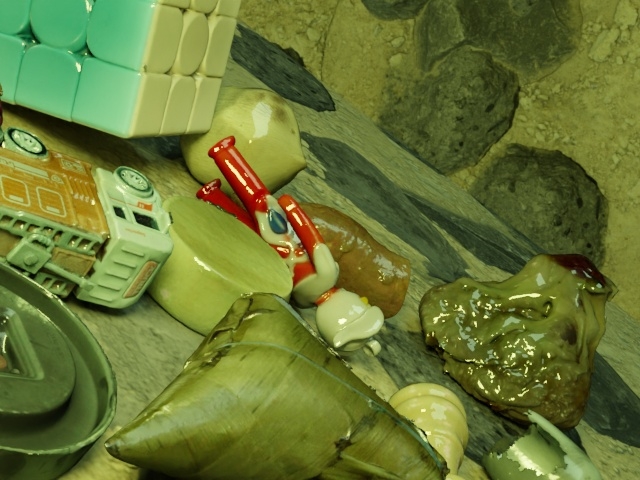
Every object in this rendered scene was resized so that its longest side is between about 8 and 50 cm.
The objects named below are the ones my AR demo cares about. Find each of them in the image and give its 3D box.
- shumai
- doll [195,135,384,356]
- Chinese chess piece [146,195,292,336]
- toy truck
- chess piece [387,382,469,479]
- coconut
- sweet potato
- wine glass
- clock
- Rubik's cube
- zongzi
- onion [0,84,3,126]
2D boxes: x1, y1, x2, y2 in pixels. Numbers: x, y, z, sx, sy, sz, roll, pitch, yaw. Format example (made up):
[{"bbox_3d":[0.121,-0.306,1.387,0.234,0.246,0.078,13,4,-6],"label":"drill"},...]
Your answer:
[{"bbox_3d":[0.364,0.148,1.743,0.346,0.283,0.217,45,18,16],"label":"shumai"},{"bbox_3d":[-0.043,0.024,1.495,0.099,0.188,0.384,-33,78,-28],"label":"doll"},{"bbox_3d":[-0.146,0.037,1.364,0.238,0.092,0.238,32,20,-13],"label":"Chinese chess piece"},{"bbox_3d":[-0.312,-0.021,1.129,0.305,0.136,0.162,20,27,-40],"label":"toy truck"},{"bbox_3d":[0.144,0.323,1.189,0.117,0.117,0.397,32,20,-15],"label":"chess piece"},{"bbox_3d":[-0.122,-0.166,1.724,0.224,0.224,0.224,33,19,-13],"label":"coconut"},{"bbox_3d":[0.001,0.000,1.685,0.337,0.131,0.131,35,18,-11],"label":"sweet potato"},{"bbox_3d":[0.367,0.388,1.406,0.321,0.143,0.143,44,19,26],"label":"wine glass"},{"bbox_3d":[-0.321,0.108,0.926,0.281,0.055,0.280,33,19,-13],"label":"clock"},{"bbox_3d":[-0.313,-0.332,1.507,0.290,0.291,0.291,19,14,14],"label":"Rubik's cube"},{"bbox_3d":[-0.030,0.226,1.009,0.323,0.160,0.360,38,18,5],"label":"zongzi"},{"bbox_3d":[-0.467,-0.184,1.314,0.104,0.115,0.115,-18,41,-12],"label":"onion"}]
